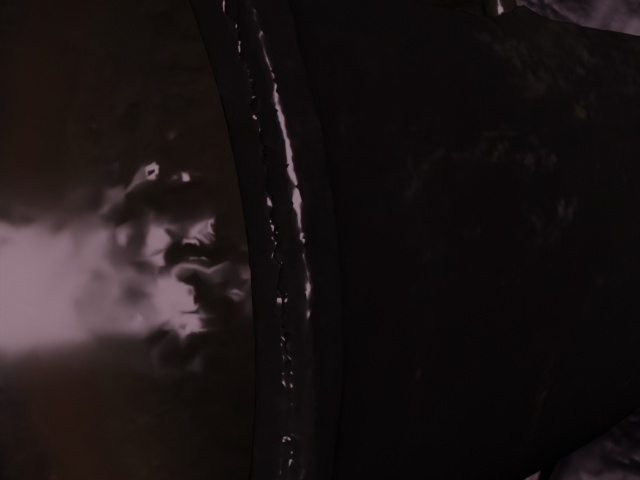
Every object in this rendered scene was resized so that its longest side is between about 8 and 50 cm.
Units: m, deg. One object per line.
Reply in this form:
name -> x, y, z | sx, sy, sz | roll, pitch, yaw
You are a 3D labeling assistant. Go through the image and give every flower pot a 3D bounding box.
flower pot -> 0.000, 0.000, 0.818 | 0.251, 0.379, 0.379 | -7, 74, -30
